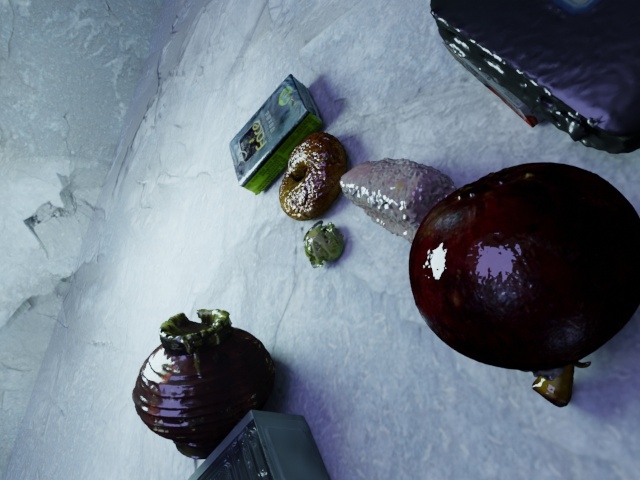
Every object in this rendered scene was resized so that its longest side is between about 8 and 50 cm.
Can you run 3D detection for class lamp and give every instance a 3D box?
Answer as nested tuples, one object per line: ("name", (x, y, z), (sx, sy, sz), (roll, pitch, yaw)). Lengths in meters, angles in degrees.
("lamp", (-0.198, 0.235, 0.803), (0.247, 0.247, 0.247), (-23, 56, 38))

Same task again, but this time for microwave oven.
("microwave oven", (-0.104, 0.386, 0.713), (0.208, 0.122, 0.162), (-50, 42, 17))

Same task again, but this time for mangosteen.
("mangosteen", (0.221, 0.054, 0.488), (0.235, 0.235, 0.262), (-19, 101, 40))

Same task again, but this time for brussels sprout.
("brussels sprout", (0.000, 0.000, 0.844), (0.085, 0.058, 0.085), (-29, 36, 24))

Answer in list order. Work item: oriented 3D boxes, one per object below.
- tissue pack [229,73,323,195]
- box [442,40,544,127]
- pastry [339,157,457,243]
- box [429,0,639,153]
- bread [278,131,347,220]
("tissue pack", (-0.106, -0.241, 1.057), (0.235, 0.073, 0.173), (-42, 45, 24))
("box", (0.257, -0.248, 0.689), (0.039, 0.055, 0.218), (-42, 47, 20))
("pastry", (0.123, -0.064, 0.702), (0.103, 0.112, 0.265), (-53, 42, -2))
("box", (0.347, -0.311, 0.539), (0.350, 0.091, 0.359), (-43, 58, 13))
("bread", (-0.021, -0.128, 0.923), (0.193, 0.063, 0.193), (-26, 53, 41))
